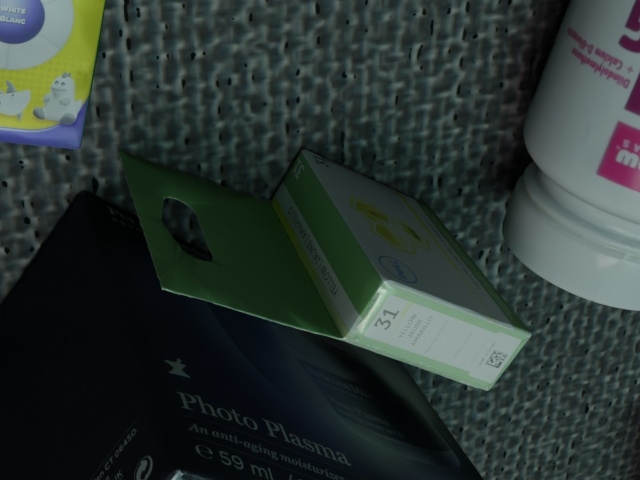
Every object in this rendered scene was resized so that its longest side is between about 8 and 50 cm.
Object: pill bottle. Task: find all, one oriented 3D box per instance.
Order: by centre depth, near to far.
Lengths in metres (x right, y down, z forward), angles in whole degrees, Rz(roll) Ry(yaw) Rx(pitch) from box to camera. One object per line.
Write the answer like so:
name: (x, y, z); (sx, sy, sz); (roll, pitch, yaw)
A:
pill bottle: (0.229, -0.106, 0.698); (0.160, 0.160, 0.283); (4, 120, -23)

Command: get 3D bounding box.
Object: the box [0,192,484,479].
box: (-0.052, 0.154, 0.680); (0.296, 0.294, 0.182); (29, 104, -33)

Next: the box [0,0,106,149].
box: (-0.174, -0.143, 0.601); (0.105, 0.043, 0.179); (3, 119, -23)

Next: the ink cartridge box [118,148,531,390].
ink cartridge box: (0.000, 0.000, 0.676); (0.235, 0.171, 0.056); (22, 111, -30)
